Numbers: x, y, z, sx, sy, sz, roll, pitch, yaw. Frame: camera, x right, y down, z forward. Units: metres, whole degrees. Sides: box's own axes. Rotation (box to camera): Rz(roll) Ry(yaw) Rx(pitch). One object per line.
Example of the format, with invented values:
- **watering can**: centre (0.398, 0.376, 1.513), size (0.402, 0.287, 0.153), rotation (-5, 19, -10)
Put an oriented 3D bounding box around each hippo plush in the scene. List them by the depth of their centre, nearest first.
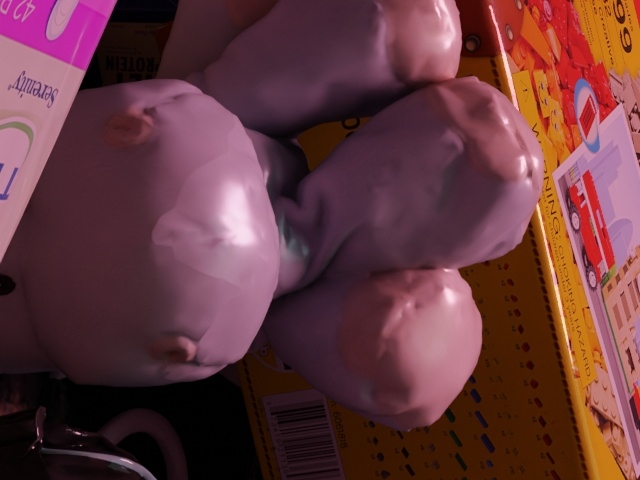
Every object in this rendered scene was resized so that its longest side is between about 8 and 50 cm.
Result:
- **hippo plush**: centre (-0.075, -0.036, 0.768), size (0.236, 0.294, 0.234), rotation (3, 91, -56)

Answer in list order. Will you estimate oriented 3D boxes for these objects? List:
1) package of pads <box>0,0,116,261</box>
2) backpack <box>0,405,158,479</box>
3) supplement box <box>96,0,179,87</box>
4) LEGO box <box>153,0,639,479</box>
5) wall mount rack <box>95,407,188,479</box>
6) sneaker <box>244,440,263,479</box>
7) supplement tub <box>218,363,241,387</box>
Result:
- **package of pads**: centre (-0.156, -0.005, 0.390), size (0.296, 0.101, 0.229), rotation (-65, 167, 2)
- **backpack**: centre (-0.123, 0.143, 0.682), size (0.188, 0.166, 0.144), rotation (47, 50, -67)
- **supplement box**: centre (-0.088, -0.114, 1.012), size (0.083, 0.056, 0.083), rotation (-69, 158, -52)
- **LEGO box**: centre (0.124, 0.077, 1.059), size (0.372, 0.193, 0.500), rotation (-24, 102, -63)
- **wall mount rack**: centre (-0.088, 0.281, 0.964), size (0.304, 0.130, 0.350), rotation (-22, 115, -58)
- **sneaker**: centre (0.038, 0.109, 1.310), size (0.147, 0.130, 0.330), rotation (125, -14, -75)
- **supplement tub**: centre (0.000, 0.000, 1.225), size (0.144, 0.144, 0.199), rotation (80, 19, -44)
